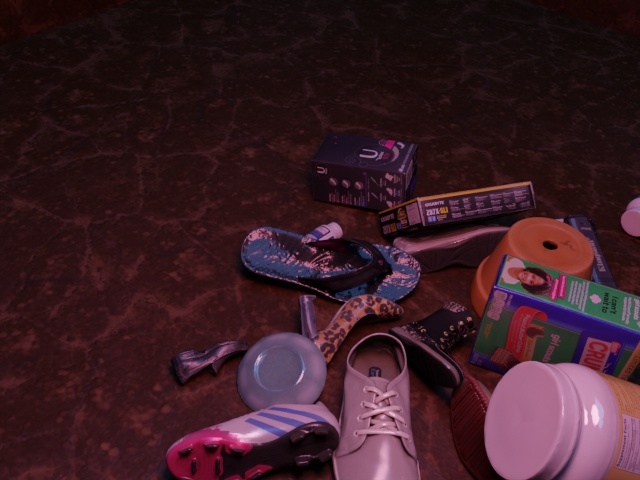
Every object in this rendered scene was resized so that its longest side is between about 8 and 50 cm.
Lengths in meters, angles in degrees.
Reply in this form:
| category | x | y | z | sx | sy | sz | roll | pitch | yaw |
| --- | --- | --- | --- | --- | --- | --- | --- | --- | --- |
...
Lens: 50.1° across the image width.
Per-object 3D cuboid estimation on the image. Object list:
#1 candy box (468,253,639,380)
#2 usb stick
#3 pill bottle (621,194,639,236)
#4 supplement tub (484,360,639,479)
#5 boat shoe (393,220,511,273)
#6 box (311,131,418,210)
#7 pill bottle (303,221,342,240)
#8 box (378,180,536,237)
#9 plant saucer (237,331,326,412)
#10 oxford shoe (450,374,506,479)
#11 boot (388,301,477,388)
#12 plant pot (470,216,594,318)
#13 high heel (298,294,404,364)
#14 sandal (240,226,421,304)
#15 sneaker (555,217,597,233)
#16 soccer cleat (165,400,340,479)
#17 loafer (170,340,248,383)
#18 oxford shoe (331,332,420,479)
| category | x | y | z | sx | sy | sz | roll | pitch | yaw |
| --- | --- | --- | --- | --- | --- | --- | --- | --- | --- |
| candy box | 0.505 | 0.199 | 1.462 | 0.317 | 0.268 | 0.122 | 17 | 46 | 14 |
| usb stick | 0.696 | 0.057 | 1.754 | 0.077 | 0.045 | 0.278 | -4 | 61 | -13 |
| pill bottle | 0.938 | -0.084 | 1.952 | 0.180 | 0.108 | 0.108 | -28 | 51 | -32 |
| supplement tub | 0.482 | 0.352 | 1.192 | 0.331 | 0.241 | 0.241 | 20 | 38 | -17 |
| boat shoe | 0.352 | 0.006 | 1.785 | 0.320 | 0.118 | 0.103 | -12 | 42 | -7 |
| box | 0.126 | -0.194 | 1.942 | 0.270 | 0.143 | 0.165 | 9 | 40 | 16 |
| pill bottle | 0.000 | 0.000 | 1.786 | 0.067 | 0.067 | 0.120 | 34 | 49 | 29 |
| box | 0.348 | -0.077 | 1.781 | 0.322 | 0.257 | 0.079 | -9 | 85 | -17 |
| plant saucer | -0.086 | 0.275 | 1.439 | 0.195 | 0.037 | 0.195 | -5 | 58 | 8 |
| oxford shoe | 0.363 | 0.418 | 1.337 | 0.130 | 0.123 | 0.348 | 8 | 41 | -27 |
| boot | 0.279 | 0.218 | 1.500 | 0.179 | 0.085 | 0.236 | -24 | 25 | -20 |
| plant pot | 0.524 | 0.081 | 1.649 | 0.291 | 0.203 | 0.291 | 2 | 41 | -2 |
| high heel | 0.077 | 0.219 | 1.556 | 0.261 | 0.093 | 0.186 | 3 | 58 | -16 |
| sandal | 0.026 | 0.059 | 1.653 | 0.446 | 0.107 | 0.167 | 9 | 68 | 0 |
| sneaker | 0.657 | -0.022 | 1.878 | 0.237 | 0.085 | 0.086 | -6 | 10 | -24 |
| soccer cleat | -0.127 | 0.386 | 1.321 | 0.331 | 0.116 | 0.143 | -7 | 17 | -7 |
| loafer | -0.233 | 0.261 | 1.481 | 0.170 | 0.062 | 0.061 | -15 | 67 | -17 |
| oxford shoe | 0.112 | 0.360 | 1.345 | 0.169 | 0.130 | 0.449 | 6 | 42 | -2 |
